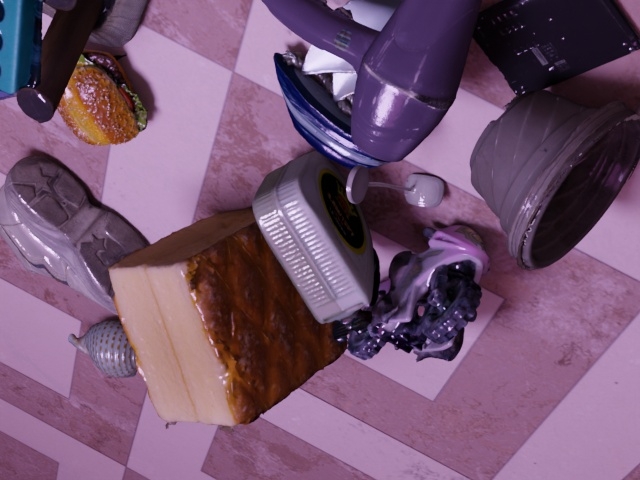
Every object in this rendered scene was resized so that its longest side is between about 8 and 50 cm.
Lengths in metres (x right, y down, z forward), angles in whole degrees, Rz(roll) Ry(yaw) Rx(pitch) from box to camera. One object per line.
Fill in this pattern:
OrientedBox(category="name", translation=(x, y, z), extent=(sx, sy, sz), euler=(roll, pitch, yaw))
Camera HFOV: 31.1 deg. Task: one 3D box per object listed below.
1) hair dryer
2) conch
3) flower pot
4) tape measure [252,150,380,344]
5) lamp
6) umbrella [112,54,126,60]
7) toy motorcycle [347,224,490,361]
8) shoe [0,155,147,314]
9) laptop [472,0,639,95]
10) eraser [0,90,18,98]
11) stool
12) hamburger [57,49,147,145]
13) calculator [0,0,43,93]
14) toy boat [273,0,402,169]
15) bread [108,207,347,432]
OrientedBox(category="hair dryer", translation=(0.028, -0.297, 1.368), extent=(0.361, 0.121, 0.301), euler=(33, 117, 20))
OrientedBox(category="conch", translation=(-0.395, 0.205, 2.209), extent=(0.153, 0.102, 0.135), euler=(35, 165, 31))
OrientedBox(category="flower pot", translation=(0.272, -0.090, 1.392), extent=(0.140, 0.235, 0.235), euler=(41, 146, 23))
OrientedBox(category="tape measure", translation=(0.000, 0.000, 1.643), extent=(0.115, 0.207, 0.235), euler=(-26, 108, 18))
OrientedBox(category="lamp", translation=(0.099, -0.070, 1.542), extent=(0.056, 0.198, 0.050), euler=(15, 99, 30))
OrientedBox(category="umbrella", translation=(-0.333, -0.265, 1.727), extent=(0.122, 0.013, 0.022), euler=(-2, 110, 36))
OrientedBox(category="toy motorcycle", translation=(0.147, 0.080, 1.691), extent=(0.143, 0.188, 0.327), euler=(31, 158, -17))
OrientedBox(category="shoe", translation=(-0.439, 0.014, 2.015), extent=(0.342, 0.132, 0.211), euler=(47, 143, -14))
OrientedBox(category="laptop", translation=(0.272, -0.244, 1.359), extent=(0.180, 0.016, 0.129), euler=(-21, 120, 43))
OrientedBox(category="eraser", translation=(-0.560, -0.305, 1.810), extent=(0.082, 0.036, 0.225), euler=(-5, 129, 34))
OrientedBox(category="stool", translation=(-0.392, -0.363, 1.489), extent=(0.310, 0.226, 0.310), euler=(28, 140, 0))
OrientedBox(category="hamburger", translation=(-0.333, -0.208, 1.712), extent=(0.137, 0.087, 0.166), euler=(-1, 140, 22))
OrientedBox(category="calculator", translation=(-0.460, -0.301, 1.377), extent=(0.274, 0.058, 0.248), euler=(27, 142, 2))
OrientedBox(category="toy boat", translation=(0.066, -0.205, 1.480), extent=(0.292, 0.070, 0.210), euler=(-30, 100, 41))
OrientedBox(category="bread", translation=(-0.138, 0.107, 1.749), extent=(0.207, 0.279, 0.279), euler=(-7, 110, 42))
